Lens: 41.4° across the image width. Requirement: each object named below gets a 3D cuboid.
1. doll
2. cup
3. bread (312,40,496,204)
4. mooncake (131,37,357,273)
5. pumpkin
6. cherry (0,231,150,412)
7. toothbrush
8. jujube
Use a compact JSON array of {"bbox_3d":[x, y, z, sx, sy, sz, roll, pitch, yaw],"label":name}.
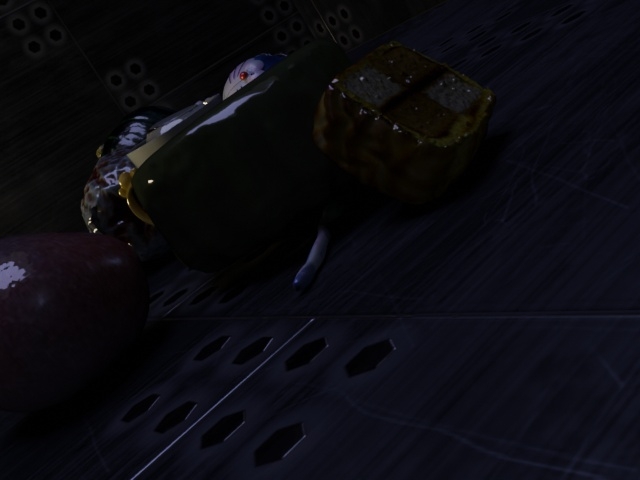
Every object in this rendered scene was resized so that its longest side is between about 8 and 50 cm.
[{"bbox_3d":[-0.152,-0.307,2.033,0.310,0.240,0.284,-42,51,19],"label":"doll"},{"bbox_3d":[-0.214,-0.099,1.422,0.241,0.226,0.185,-30,15,15],"label":"cup"},{"bbox_3d":[0.102,-0.140,0.983,0.222,0.181,0.096,-46,-18,-52],"label":"bread"},{"bbox_3d":[-0.076,-0.107,1.165,0.356,0.194,0.356,-36,8,6],"label":"mooncake"},{"bbox_3d":[-0.449,-0.191,2.143,0.315,0.238,0.315,-64,2,4],"label":"pumpkin"},{"bbox_3d":[-0.348,0.094,1.070,0.261,0.221,0.307,-8,14,43],"label":"cherry"},{"bbox_3d":[0.000,0.000,1.024,0.027,0.021,0.269,-33,13,20],"label":"toothbrush"},{"bbox_3d":[-0.349,-0.077,1.649,0.226,0.226,0.317,-31,11,6],"label":"jujube"}]
